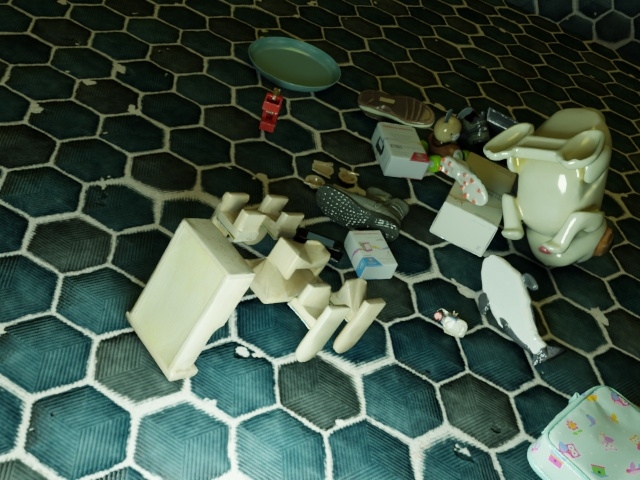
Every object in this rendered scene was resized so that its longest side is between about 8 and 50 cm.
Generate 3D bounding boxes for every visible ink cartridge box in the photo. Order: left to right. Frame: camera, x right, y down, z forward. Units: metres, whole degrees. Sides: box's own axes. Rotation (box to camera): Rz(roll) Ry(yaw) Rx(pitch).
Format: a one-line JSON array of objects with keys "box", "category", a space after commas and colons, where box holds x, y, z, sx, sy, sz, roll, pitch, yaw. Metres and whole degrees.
[{"box": [0.120, 0.033, 1.624, 0.088, 0.052, 0.122, -1, 44, -24], "category": "ink cartridge box"}, {"box": [0.237, -0.268, 1.991, 0.127, 0.072, 0.175, 5, 43, -17], "category": "ink cartridge box"}]

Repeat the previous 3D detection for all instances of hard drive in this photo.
[{"box": [0.600, -0.350, 2.157, 0.172, 0.054, 0.254, 31, 4, 11], "category": "hard drive"}]

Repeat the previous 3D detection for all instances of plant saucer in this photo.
[{"box": [-0.089, -0.583, 2.228, 0.317, 0.044, 0.318, 12, 42, -10], "category": "plant saucer"}]

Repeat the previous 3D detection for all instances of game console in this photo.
[{"box": [0.000, 0.000, 1.595, 0.122, 0.071, 0.107, 21, 40, -1], "category": "game console"}]

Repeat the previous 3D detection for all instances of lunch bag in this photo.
[{"box": [0.562, 0.423, 1.335, 0.279, 0.108, 0.224, -19, 49, -39], "category": "lunch bag"}]

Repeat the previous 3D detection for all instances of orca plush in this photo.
[{"box": [0.487, 0.164, 1.600, 0.102, 0.151, 0.287, 22, 23, -52], "category": "orca plush"}]

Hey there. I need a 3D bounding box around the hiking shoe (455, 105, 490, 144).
[{"box": [0.462, -0.375, 2.125, 0.086, 0.114, 0.227, -12, 19, -25], "category": "hiking shoe"}]

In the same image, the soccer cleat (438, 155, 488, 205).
[{"box": [0.395, -0.166, 1.780, 0.076, 0.068, 0.196, -7, 43, -32], "category": "soccer cleat"}]

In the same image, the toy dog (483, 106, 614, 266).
[{"box": [0.628, -0.117, 1.757, 0.284, 0.408, 0.395, 8, 38, 36], "category": "toy dog"}]

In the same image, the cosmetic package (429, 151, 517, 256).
[{"box": [0.434, -0.109, 1.869, 0.160, 0.113, 0.309, 27, 40, 7], "category": "cosmetic package"}]

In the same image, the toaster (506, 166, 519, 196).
[{"box": [0.661, -0.185, 2.020, 0.129, 0.147, 0.227, -11, 49, -31], "category": "toaster"}]

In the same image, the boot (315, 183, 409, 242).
[{"box": [0.112, -0.097, 1.757, 0.246, 0.083, 0.161, 28, 35, -2], "category": "boot"}]

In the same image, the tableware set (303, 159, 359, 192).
[{"box": [0.032, -0.165, 1.831, 0.141, 0.020, 0.169, 20, 40, 0], "category": "tableware set"}]

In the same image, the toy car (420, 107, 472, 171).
[{"box": [0.395, -0.320, 2.025, 0.155, 0.188, 0.149, -14, 51, -34], "category": "toy car"}]

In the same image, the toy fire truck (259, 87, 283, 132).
[{"box": [-0.137, -0.389, 1.918, 0.047, 0.135, 0.192, 16, 41, -5], "category": "toy fire truck"}]

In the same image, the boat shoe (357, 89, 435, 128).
[{"box": [0.244, -0.404, 2.111, 0.257, 0.095, 0.095, 25, 71, 21], "category": "boat shoe"}]

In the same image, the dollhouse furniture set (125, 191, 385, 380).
[{"box": [-0.146, 0.108, 1.357, 0.362, 0.257, 0.394, 47, 26, 27], "category": "dollhouse furniture set"}]

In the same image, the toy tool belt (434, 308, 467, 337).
[{"box": [0.300, 0.188, 1.539, 0.083, 0.052, 0.051, 32, 10, 8], "category": "toy tool belt"}]
